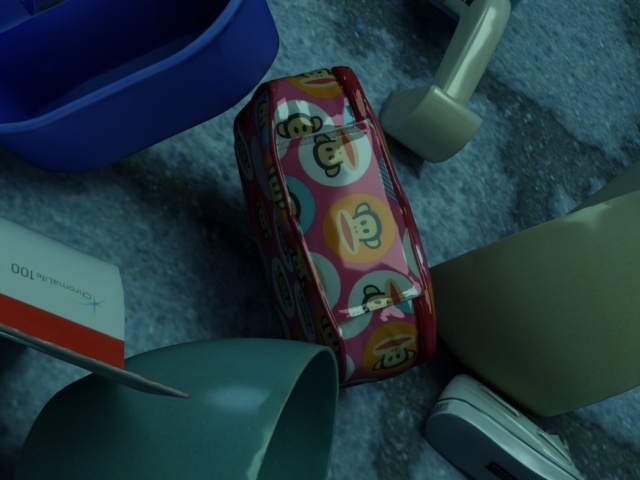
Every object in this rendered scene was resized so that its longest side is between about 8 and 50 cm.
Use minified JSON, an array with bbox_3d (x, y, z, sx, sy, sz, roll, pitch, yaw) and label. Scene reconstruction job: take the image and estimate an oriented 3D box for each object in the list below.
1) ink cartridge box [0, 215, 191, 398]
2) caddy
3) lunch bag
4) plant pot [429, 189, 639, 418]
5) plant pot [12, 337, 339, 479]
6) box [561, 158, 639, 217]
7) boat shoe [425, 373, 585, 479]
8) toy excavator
[{"bbox_3d":[-0.275,-0.001,0.946,0.308,0.385,0.091,25,81,-26],"label":"ink cartridge box"},{"bbox_3d":[-0.202,-0.214,1.203,0.179,0.341,0.241,49,19,-66],"label":"caddy"},{"bbox_3d":[0.000,0.000,1.288,0.120,0.258,0.293,-14,83,-15],"label":"lunch bag"},{"bbox_3d":[0.259,0.080,1.443,0.284,0.284,0.191,-14,82,-47],"label":"plant pot"},{"bbox_3d":[-0.120,0.200,1.023,0.195,0.290,0.290,12,41,12],"label":"plant pot"},{"bbox_3d":[0.375,-0.017,1.603,0.094,0.275,0.113,39,41,-14],"label":"box"},{"bbox_3d":[0.229,0.236,1.411,0.258,0.095,0.084,43,44,-9],"label":"boat shoe"},{"bbox_3d":[0.205,-0.345,1.725,0.222,0.433,0.445,34,14,-18],"label":"toy excavator"}]
